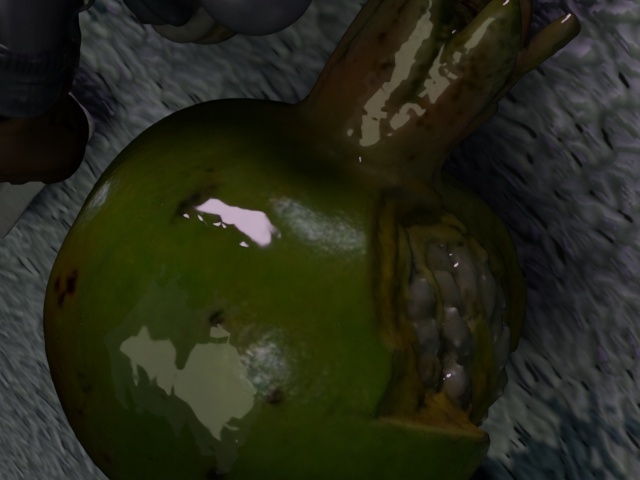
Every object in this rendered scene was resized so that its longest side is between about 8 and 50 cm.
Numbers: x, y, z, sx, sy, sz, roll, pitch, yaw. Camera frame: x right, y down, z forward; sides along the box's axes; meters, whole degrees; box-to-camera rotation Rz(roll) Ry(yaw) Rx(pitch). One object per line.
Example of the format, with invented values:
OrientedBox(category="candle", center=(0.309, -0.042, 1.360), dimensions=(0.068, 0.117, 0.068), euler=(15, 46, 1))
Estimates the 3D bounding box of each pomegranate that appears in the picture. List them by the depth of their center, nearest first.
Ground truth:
OrientedBox(category="pomegranate", center=(0.000, 0.000, 0.668), dimensions=(0.236, 0.236, 0.302), euler=(32, 113, 26))

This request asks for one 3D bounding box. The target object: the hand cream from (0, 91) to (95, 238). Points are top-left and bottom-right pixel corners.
OrientedBox(category="hand cream", center=(-0.297, -0.168, 0.934), dimensions=(0.358, 0.118, 0.185), euler=(48, 138, -4))

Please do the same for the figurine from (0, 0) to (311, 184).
OrientedBox(category="figurine", center=(-0.077, -0.175, 0.621), dimensions=(0.261, 0.186, 0.382), euler=(57, 140, 20))
